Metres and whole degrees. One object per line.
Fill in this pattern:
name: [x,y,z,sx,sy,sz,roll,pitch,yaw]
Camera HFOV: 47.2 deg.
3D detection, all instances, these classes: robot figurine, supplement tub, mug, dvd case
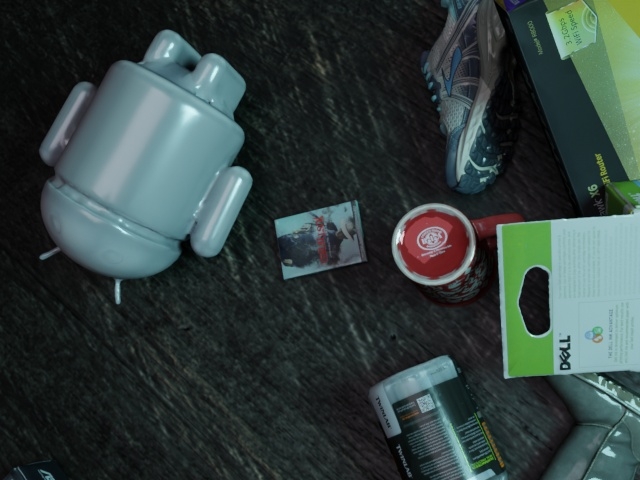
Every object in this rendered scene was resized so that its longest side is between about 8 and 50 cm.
robot figurine: [-0.236,-0.097,0.982,0.300,0.200,0.353,31,91,16]
supplement tub: [0.141,0.240,0.853,0.117,0.117,0.190,-26,74,12]
mug: [0.155,0.002,0.858,0.113,0.169,0.150,39,94,20]
dvd case: [0.000,0.000,0.991,0.120,0.013,0.087,-12,78,15]

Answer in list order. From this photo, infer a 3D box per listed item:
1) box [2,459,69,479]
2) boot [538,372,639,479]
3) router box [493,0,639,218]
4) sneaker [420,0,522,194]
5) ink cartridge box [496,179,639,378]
box: [-0.374,0.552,0.978,0.395,0.097,0.318,43,94,19]
boot: [0.278,0.246,0.840,0.190,0.076,0.208,33,99,22]
router box: [0.356,-0.165,0.777,0.243,0.081,0.308,-24,115,14]
sneaker: [0.187,-0.195,0.931,0.122,0.110,0.282,7,80,36]
ink cartridge box: [0.315,0.037,0.778,0.255,0.097,0.188,-5,112,8]
